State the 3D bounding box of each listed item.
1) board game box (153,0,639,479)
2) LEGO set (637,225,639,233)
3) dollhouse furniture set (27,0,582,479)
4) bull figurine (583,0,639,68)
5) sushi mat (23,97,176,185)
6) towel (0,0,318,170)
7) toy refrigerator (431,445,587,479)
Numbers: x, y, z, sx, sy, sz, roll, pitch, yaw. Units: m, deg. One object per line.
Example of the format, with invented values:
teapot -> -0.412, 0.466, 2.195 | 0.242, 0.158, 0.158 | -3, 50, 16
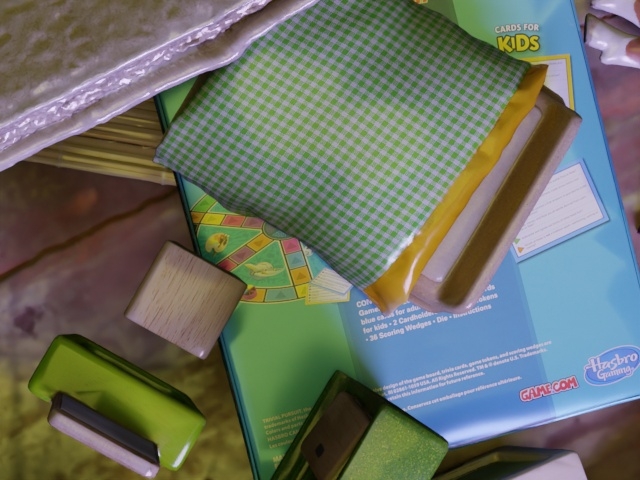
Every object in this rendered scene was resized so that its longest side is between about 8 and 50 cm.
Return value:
board game box -> 0.042, -0.042, 0.995 | 0.254, 0.079, 0.336 | -15, 95, -5
LEGO set -> 0.293, 0.068, 1.011 | 0.227, 0.093, 0.087 | 26, 91, -2
dollhouse furniture set -> 0.000, 0.000, 0.876 | 0.198, 0.151, 0.301 | 30, 90, -7
bull figurine -> 0.257, -0.230, 1.003 | 0.188, 0.101, 0.310 | 2, 85, 6
sushi mat -> -0.154, -0.120, 1.034 | 0.317, 0.019, 0.151 | 10, 90, -2
towel -> -0.127, -0.160, 0.901 | 0.282, 0.049, 0.187 | -26, 66, 2
toy refrigerator -> 0.027, 0.204, 0.965 | 0.270, 0.102, 0.094 | -21, 92, -19
